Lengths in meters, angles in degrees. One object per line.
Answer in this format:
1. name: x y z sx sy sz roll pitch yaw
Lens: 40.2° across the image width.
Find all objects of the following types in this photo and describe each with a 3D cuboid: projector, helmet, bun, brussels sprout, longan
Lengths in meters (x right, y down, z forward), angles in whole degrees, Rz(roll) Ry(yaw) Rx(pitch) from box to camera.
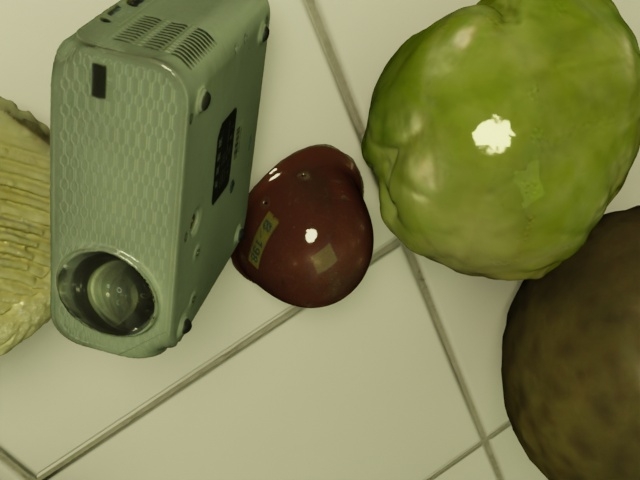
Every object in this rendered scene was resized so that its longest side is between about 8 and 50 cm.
1. projector: -0.120 -0.061 0.685 0.108 0.198 0.251 16 123 6
2. helmet: 0.000 0.000 0.893 0.155 0.106 0.175 14 111 -40
3. bun: -0.288 -0.006 0.678 0.220 0.134 0.221 -20 116 -47
4. brussels sprout: 0.173 -0.095 0.848 0.273 0.242 0.317 -31 145 -44
5. longan: 0.415 0.152 1.075 0.391 0.391 0.391 -17 131 -21
